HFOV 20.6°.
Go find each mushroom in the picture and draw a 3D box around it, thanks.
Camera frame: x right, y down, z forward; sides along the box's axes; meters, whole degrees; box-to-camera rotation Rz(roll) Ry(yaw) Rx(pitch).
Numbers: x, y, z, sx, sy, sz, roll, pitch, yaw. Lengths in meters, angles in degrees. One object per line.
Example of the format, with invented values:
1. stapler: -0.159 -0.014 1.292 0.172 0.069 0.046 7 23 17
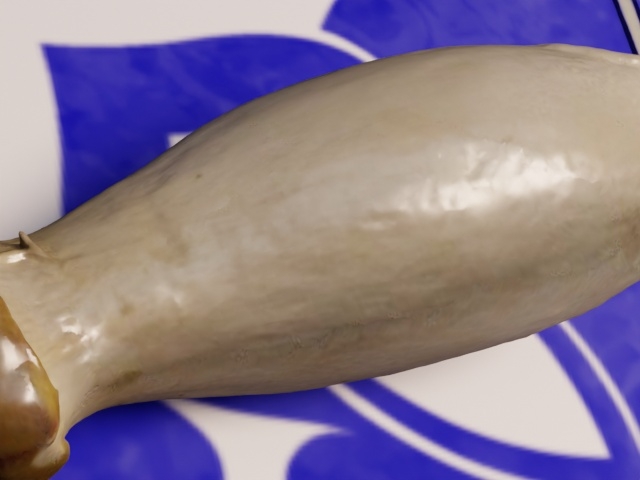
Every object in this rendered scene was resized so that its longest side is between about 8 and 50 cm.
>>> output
1. mushroom: 0.000 0.000 0.677 0.350 0.128 0.128 -18 69 -24
